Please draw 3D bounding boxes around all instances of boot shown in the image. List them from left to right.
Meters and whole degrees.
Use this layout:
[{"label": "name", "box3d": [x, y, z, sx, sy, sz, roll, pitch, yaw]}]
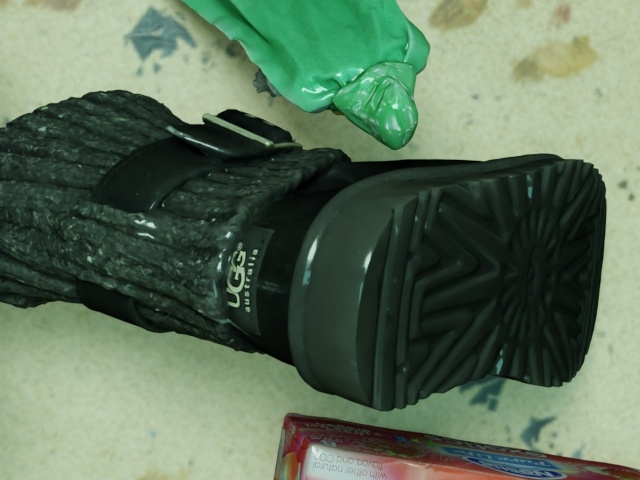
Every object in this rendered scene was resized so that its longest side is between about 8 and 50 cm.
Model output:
[{"label": "boot", "box3d": [0.000, -0.004, 0.637, 0.260, 0.348, 0.131, 11, 93, 34]}]

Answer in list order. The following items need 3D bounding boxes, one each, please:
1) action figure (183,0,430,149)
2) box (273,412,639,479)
[{"label": "action figure", "box3d": [-0.003, -0.117, 0.607, 0.137, 0.232, 0.063, -24, 130, -6]}, {"label": "box", "box3d": [0.097, 0.191, 0.661, 0.257, 0.122, 0.128, 11, 88, -8]}]
